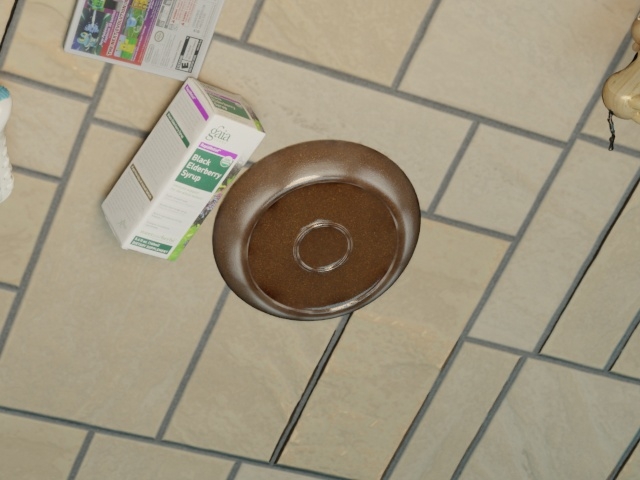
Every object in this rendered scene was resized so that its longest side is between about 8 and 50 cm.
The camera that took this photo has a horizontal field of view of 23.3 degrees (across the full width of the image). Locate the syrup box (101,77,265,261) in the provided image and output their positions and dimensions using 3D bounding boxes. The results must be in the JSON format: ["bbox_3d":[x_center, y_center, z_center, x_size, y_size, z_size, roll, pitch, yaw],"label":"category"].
[{"bbox_3d":[-0.188,-0.095,2.106,0.093,0.096,0.237,17,119,-42],"label":"syrup box"}]

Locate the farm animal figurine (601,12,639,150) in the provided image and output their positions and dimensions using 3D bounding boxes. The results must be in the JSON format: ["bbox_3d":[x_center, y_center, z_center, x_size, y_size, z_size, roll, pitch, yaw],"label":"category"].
[{"bbox_3d":[0.519,-0.268,2.104,0.330,0.172,0.326,2,118,-49],"label":"farm animal figurine"}]

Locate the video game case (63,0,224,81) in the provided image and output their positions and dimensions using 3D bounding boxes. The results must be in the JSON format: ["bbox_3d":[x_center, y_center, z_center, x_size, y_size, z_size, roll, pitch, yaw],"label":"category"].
[{"bbox_3d":[-0.219,-0.313,2.013,0.183,0.023,0.201,12,120,-20],"label":"video game case"}]

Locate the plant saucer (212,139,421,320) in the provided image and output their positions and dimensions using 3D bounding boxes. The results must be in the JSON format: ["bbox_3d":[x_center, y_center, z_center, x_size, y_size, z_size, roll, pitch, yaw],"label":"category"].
[{"bbox_3d":[0.000,0.000,2.251,0.311,0.050,0.310,-6,123,-10],"label":"plant saucer"}]

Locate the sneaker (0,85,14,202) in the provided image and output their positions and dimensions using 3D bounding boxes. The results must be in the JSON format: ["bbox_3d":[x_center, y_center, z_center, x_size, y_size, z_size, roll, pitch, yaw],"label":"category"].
[{"bbox_3d":[-0.448,-0.110,2.063,0.092,0.087,0.228,12,126,-27],"label":"sneaker"}]
